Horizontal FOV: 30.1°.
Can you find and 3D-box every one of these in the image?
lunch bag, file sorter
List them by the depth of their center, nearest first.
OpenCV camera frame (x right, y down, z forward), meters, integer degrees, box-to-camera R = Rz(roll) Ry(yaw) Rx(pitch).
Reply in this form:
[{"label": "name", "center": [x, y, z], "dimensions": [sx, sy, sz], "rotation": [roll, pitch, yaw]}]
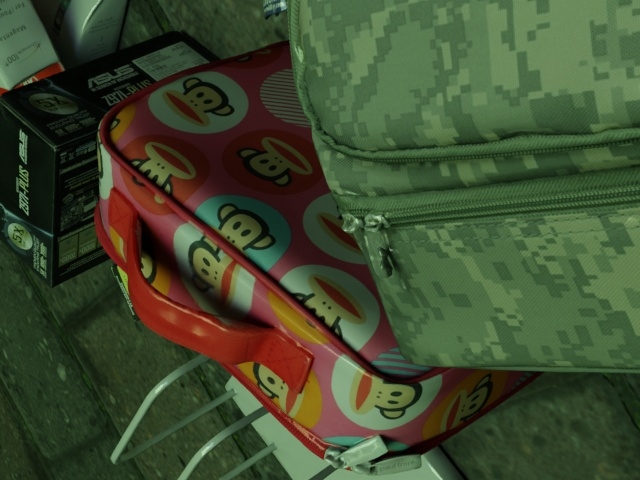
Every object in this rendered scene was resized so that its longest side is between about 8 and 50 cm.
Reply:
[{"label": "lunch bag", "center": [0.135, -0.091, 0.538], "dimensions": [0.305, 0.213, 0.256], "rotation": [-3, 114, 46]}, {"label": "lunch bag", "center": [0.000, 0.000, 0.745], "dimensions": [0.293, 0.258, 0.120], "rotation": [41, 138, 27]}, {"label": "file sorter", "center": [-0.020, 0.218, 0.981], "dimensions": [0.277, 0.173, 0.193], "rotation": [52, 142, 14]}]

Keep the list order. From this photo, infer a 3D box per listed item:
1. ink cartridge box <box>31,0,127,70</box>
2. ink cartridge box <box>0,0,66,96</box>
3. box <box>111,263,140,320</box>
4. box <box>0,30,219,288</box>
[{"label": "ink cartridge box", "center": [-0.238, -0.263, 1.039], "dimensions": [0.181, 0.056, 0.224], "rotation": [47, 143, 19]}, {"label": "ink cartridge box", "center": [-0.314, -0.172, 1.105], "dimensions": [0.275, 0.060, 0.238], "rotation": [21, 140, 54]}, {"label": "box", "center": [-0.086, 0.009, 1.000], "dimensions": [0.232, 0.087, 0.058], "rotation": [-20, 96, 54]}, {"label": "box", "center": [-0.166, -0.069, 0.966], "dimensions": [0.077, 0.180, 0.147], "rotation": [39, 138, 26]}]
